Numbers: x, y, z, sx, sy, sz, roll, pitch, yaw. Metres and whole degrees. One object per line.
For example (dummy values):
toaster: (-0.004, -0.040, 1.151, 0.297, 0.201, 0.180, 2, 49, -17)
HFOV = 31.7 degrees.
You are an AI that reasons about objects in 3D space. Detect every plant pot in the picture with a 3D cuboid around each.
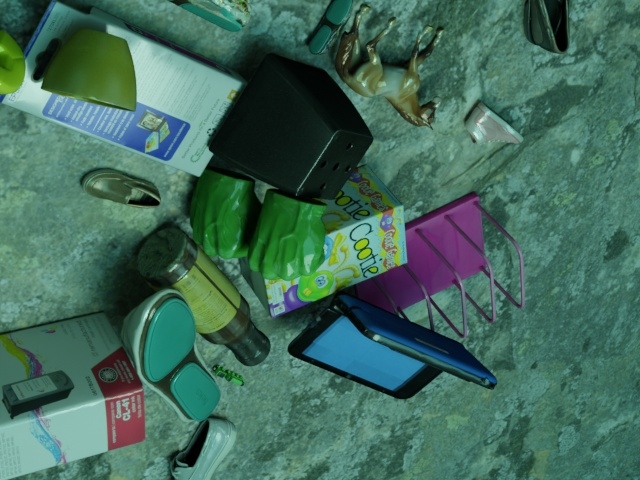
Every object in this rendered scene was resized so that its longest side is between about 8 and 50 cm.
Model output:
plant pot: (-0.031, -0.165, 1.815, 0.188, 0.167, 0.187, -55, 154, 17)
plant pot: (-0.314, -0.241, 1.576, 0.134, 0.134, 0.095, 13, 91, -38)

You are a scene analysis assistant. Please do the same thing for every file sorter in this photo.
file sorter: (0.233, 0.085, 2.202, 0.290, 0.182, 0.202, -25, 134, -13)

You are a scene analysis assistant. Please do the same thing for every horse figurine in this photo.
horse figurine: (0.114, -0.296, 1.917, 0.263, 0.066, 0.175, 7, 114, -38)

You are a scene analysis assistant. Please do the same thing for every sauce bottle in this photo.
sauce bottle: (-0.197, 0.114, 2.006, 0.111, 0.111, 0.344, -37, 134, -2)

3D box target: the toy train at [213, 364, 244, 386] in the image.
toy train: (-0.177, 0.265, 2.197, 0.017, 0.024, 0.083, -49, 134, 10)

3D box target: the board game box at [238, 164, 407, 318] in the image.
board game box: (0.000, 0.000, 2.019, 0.275, 0.142, 0.144, -22, 133, -16)

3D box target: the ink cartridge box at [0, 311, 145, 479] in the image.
ink cartridge box: (-0.468, 0.258, 1.869, 0.306, 0.226, 0.131, -11, 128, -26)

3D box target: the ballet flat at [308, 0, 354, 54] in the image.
ballet flat: (0.021, -0.352, 1.840, 0.041, 0.041, 0.114, 21, 111, -41)

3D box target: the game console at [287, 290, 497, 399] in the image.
game console: (0.125, 0.227, 2.036, 0.293, 0.250, 0.173, 24, 100, -24)

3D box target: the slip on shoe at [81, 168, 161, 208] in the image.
slip on shoe: (-0.320, -0.079, 1.829, 0.135, 0.041, 0.051, 16, 114, -39)

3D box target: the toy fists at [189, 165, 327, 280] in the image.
toy fists: (-0.104, -0.023, 1.848, 0.096, 0.279, 0.142, 1, 106, -56)

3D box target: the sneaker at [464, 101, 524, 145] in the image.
sneaker: (0.322, -0.204, 2.129, 0.134, 0.051, 0.070, 29, 107, -39)

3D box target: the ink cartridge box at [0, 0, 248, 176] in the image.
ink cartridge box: (-0.293, -0.232, 1.712, 0.370, 0.069, 0.176, 18, 112, -42)

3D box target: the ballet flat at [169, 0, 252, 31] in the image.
ballet flat: (-0.197, -0.383, 1.658, 0.241, 0.091, 0.077, 20, 81, -45)

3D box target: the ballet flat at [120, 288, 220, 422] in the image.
ballet flat: (-0.280, 0.193, 1.970, 0.139, 0.139, 0.400, -29, 147, -10)

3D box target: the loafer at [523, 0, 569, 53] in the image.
loafer: (0.405, -0.448, 1.965, 0.096, 0.084, 0.268, -25, 133, -13)

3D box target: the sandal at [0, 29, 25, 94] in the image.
sandal: (-0.547, -0.280, 1.483, 0.138, 0.126, 0.317, -23, 131, 27)

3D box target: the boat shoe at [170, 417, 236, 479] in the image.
boat shoe: (-0.258, 0.447, 2.259, 0.081, 0.079, 0.228, 27, 102, -33)
